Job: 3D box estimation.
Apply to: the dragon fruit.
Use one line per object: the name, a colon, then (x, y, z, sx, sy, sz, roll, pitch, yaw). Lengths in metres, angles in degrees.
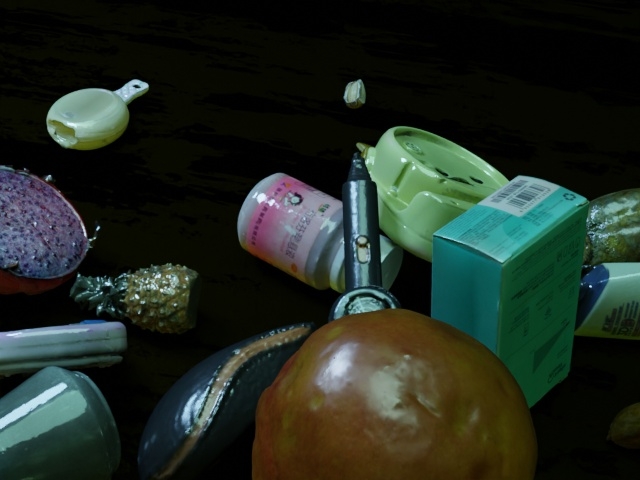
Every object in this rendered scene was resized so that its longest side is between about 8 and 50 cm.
dragon fruit: (-0.479, 0.007, 1.640, 0.218, 0.148, 0.224, 43, 34, -3)

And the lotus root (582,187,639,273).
lotus root: (0.529, -0.006, 1.741, 0.275, 0.160, 0.152, -9, 65, -15)

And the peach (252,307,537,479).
peach: (0.070, 0.241, 1.244, 0.302, 0.343, 0.342, 30, 40, -8)

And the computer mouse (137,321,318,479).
computer mouse: (-0.120, 0.202, 1.393, 0.116, 0.183, 0.323, 48, 48, 4)

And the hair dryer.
hair dryer: (0.057, 0.021, 1.519, 0.107, 0.189, 0.352, -3, 67, 0)

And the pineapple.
pineapple: (-0.274, 0.080, 1.590, 0.198, 0.108, 0.108, 6, 39, 11)

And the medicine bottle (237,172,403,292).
medicine bottle: (0.000, 0.000, 1.680, 0.247, 0.147, 0.147, 27, 44, 23)

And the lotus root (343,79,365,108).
lotus root: (0.068, -0.282, 2.119, 0.037, 0.030, 0.083, -20, 32, 19)

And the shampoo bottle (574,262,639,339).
shampoo bottle: (0.520, 0.092, 1.633, 0.360, 0.134, 0.078, 4, 37, -2)

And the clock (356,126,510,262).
clock: (0.193, -0.078, 1.742, 0.286, 0.117, 0.348, 12, 26, -33)

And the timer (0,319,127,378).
timer: (-0.357, 0.145, 1.443, 0.191, 0.069, 0.208, -4, -3, -13)

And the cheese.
cheese: (-0.401, -0.243, 1.994, 0.137, 0.064, 0.227, 25, 42, 20)

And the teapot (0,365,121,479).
teapot: (-0.380, 0.260, 1.297, 0.225, 0.171, 0.203, -20, 6, -37)

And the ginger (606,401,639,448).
ginger: (0.559, 0.232, 1.495, 0.309, 0.107, 0.133, -21, 60, -23)

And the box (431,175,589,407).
box: (0.251, 0.093, 1.465, 0.118, 0.311, 0.205, 27, 44, 37)
